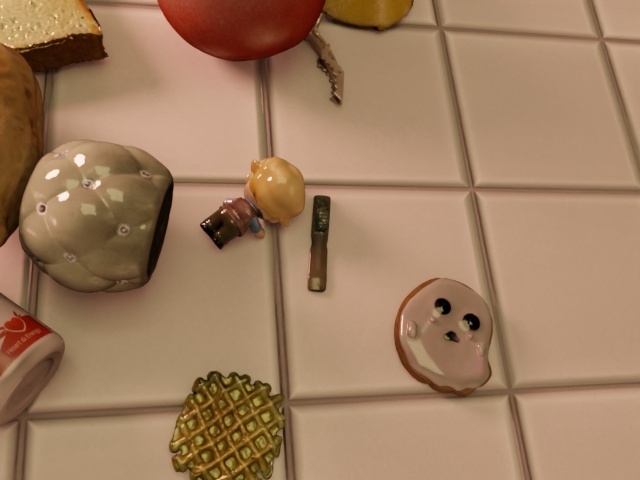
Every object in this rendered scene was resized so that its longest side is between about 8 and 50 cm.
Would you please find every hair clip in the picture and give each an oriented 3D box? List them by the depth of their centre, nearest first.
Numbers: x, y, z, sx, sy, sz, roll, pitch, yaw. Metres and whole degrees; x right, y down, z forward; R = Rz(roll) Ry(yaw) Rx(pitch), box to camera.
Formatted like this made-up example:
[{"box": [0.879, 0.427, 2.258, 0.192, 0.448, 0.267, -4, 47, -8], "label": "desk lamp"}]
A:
[{"box": [0.014, -0.374, 1.412, 0.072, 0.034, 0.226, -20, 73, -21], "label": "hair clip"}]

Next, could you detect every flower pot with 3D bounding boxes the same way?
[{"box": [-0.341, -0.038, 1.071, 0.195, 0.246, 0.246, 13, 64, -7], "label": "flower pot"}]

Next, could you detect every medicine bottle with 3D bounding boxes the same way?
[{"box": [-0.530, 0.126, 0.999, 0.289, 0.157, 0.157, 34, 64, 3], "label": "medicine bottle"}]

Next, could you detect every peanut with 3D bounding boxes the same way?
[{"box": [-0.526, -0.146, 1.058, 0.192, 0.169, 0.387, -5, 63, -12], "label": "peanut"}]

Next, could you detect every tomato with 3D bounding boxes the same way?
[{"box": [-0.155, -0.492, 1.270, 0.322, 0.321, 0.321, 5, 66, -11], "label": "tomato"}]

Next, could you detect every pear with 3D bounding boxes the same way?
[{"box": [0.089, -0.585, 1.447, 0.267, 0.178, 0.266, 3, 69, -8], "label": "pear"}]

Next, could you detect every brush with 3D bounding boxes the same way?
[{"box": [0.000, 0.000, 1.246, 0.034, 0.027, 0.190, 7, 66, -7], "label": "brush"}]

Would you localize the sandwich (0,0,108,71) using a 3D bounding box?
[{"box": [-0.582, -0.407, 1.258, 0.301, 0.099, 0.271, -24, 70, -18], "label": "sandwich"}]

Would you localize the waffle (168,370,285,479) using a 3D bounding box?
[{"box": [-0.139, 0.296, 1.079, 0.169, 0.036, 0.183, 19, 66, -7], "label": "waffle"}]

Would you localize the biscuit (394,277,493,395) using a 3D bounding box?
[{"box": [0.221, 0.160, 1.215, 0.181, 0.049, 0.208, 16, 66, -6], "label": "biscuit"}]

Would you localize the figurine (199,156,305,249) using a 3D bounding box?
[{"box": [-0.113, -0.060, 1.219, 0.196, 0.108, 0.114, -41, 69, -7], "label": "figurine"}]
